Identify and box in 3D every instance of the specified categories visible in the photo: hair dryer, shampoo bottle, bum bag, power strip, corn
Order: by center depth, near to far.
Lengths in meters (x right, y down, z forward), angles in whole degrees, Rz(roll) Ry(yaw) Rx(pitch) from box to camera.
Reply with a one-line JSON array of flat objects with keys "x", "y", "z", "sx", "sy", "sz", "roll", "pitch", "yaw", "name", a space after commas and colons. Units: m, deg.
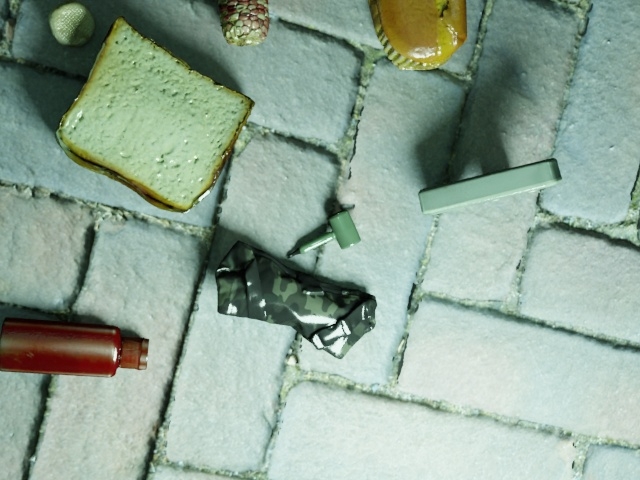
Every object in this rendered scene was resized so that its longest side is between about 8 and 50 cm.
[{"x": -0.451, "y": 0.201, "z": 1.411, "sx": 0.260, "sy": 0.064, "sz": 0.102, "roll": 6, "pitch": 98, "yaw": -13, "name": "shampoo bottle"}, {"x": -0.153, "y": -0.512, "z": 1.440, "sx": 0.098, "sy": 0.098, "sz": 0.290, "roll": -7, "pitch": 90, "yaw": -11, "name": "corn"}, {"x": -0.048, "y": 0.122, "z": 1.480, "sx": 0.340, "sy": 0.095, "sz": 0.144, "roll": 23, "pitch": 84, "yaw": -19, "name": "bum bag"}, {"x": 0.340, "y": -0.107, "z": 1.507, "sx": 0.264, "sy": 0.193, "sz": 0.059, "roll": -13, "pitch": 93, "yaw": 26, "name": "power strip"}, {"x": 0.000, "y": 0.000, "z": 1.518, "sx": 0.150, "sy": 0.047, "sz": 0.071, "roll": -25, "pitch": 95, "yaw": 1, "name": "hair dryer"}]

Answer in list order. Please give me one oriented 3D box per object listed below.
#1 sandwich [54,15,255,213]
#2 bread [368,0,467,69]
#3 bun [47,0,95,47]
[{"x": -0.305, "y": -0.216, "z": 1.414, "sx": 0.301, "sy": 0.099, "sz": 0.271, "roll": 30, "pitch": 90, "yaw": -14, "name": "sandwich"}, {"x": 0.197, "y": -0.478, "z": 1.482, "sx": 0.204, "sy": 0.156, "sz": 0.288, "roll": -8, "pitch": 95, "yaw": -9, "name": "bread"}, {"x": -0.457, "y": -0.396, "z": 1.398, "sx": 0.086, "sy": 0.054, "sz": 0.086, "roll": -12, "pitch": 112, "yaw": -32, "name": "bun"}]
